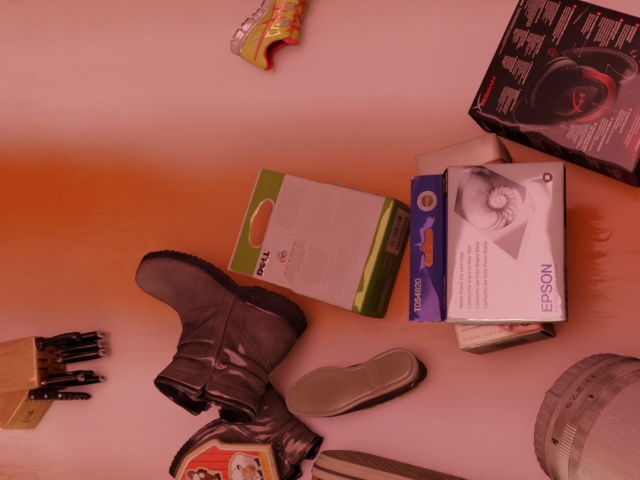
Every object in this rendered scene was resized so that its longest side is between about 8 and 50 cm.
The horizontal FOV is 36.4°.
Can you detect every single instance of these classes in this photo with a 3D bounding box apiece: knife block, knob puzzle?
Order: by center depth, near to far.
[{"bbox_3d":[-0.154,0.407,1.564,0.213,0.030,0.213,6,113,15],"label":"knob puzzle"},{"bbox_3d":[-0.529,0.213,1.782,0.276,0.088,0.242,37,95,25],"label":"knife block"}]

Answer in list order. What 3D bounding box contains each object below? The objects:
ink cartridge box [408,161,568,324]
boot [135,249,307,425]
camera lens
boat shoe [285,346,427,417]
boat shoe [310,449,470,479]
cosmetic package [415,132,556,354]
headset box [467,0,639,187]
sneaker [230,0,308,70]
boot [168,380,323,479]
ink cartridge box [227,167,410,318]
[{"bbox_3d":[0.227,0.004,1.348,0.224,0.045,0.223,-3,79,19],"label":"ink cartridge box"},{"bbox_3d":[-0.211,0.153,1.585,0.338,0.118,0.222,17,56,27],"label":"boot"},{"bbox_3d":[0.432,0.280,1.225,0.274,0.219,0.219,29,93,60],"label":"camera lens"},{"bbox_3d":[0.057,0.233,1.532,0.228,0.069,0.081,-19,62,19],"label":"boat shoe"},{"bbox_3d":[0.199,0.428,1.378,0.501,0.187,0.155,9,86,31],"label":"boat shoe"},{"bbox_3d":[0.246,0.010,1.446,0.129,0.153,0.296,-16,76,18],"label":"cosmetic package"},{"bbox_3d":[0.402,-0.224,1.440,0.293,0.110,0.218,24,91,25],"label":"headset box"},{"bbox_3d":[-0.060,-0.384,1.696,0.094,0.081,0.208,44,106,17],"label":"sneaker"},{"bbox_3d":[-0.125,0.356,1.587,0.246,0.083,0.161,-44,73,12],"label":"boot"},{"bbox_3d":[0.000,0.000,1.586,0.255,0.097,0.188,16,88,28],"label":"ink cartridge box"}]
